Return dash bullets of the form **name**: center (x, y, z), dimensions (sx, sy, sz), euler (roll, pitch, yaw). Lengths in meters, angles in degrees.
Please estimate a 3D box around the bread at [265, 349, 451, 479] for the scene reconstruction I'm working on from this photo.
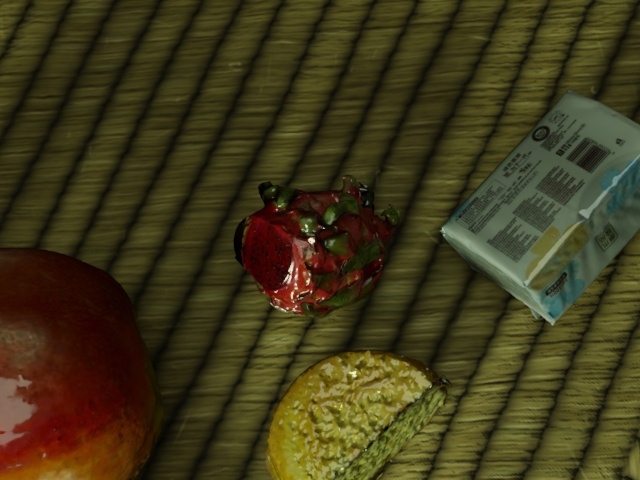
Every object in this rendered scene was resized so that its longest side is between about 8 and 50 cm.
- **bread**: center (0.026, 0.201, 1.795), dimensions (0.229, 0.143, 0.139), euler (-43, 77, -7)

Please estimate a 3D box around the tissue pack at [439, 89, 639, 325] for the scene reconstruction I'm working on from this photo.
- **tissue pack**: center (0.286, -0.029, 1.840), dimensions (0.229, 0.145, 0.159), euler (-47, 44, -7)

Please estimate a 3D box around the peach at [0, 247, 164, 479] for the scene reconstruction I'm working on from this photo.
- **peach**: center (-0.363, 0.169, 1.765), dimensions (0.373, 0.290, 0.372), euler (0, 72, -1)

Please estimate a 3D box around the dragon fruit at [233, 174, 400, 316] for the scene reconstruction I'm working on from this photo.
- **dragon fruit**: center (0.000, 0.000, 1.843), dimensions (0.160, 0.172, 0.166), euler (-26, 81, 40)
